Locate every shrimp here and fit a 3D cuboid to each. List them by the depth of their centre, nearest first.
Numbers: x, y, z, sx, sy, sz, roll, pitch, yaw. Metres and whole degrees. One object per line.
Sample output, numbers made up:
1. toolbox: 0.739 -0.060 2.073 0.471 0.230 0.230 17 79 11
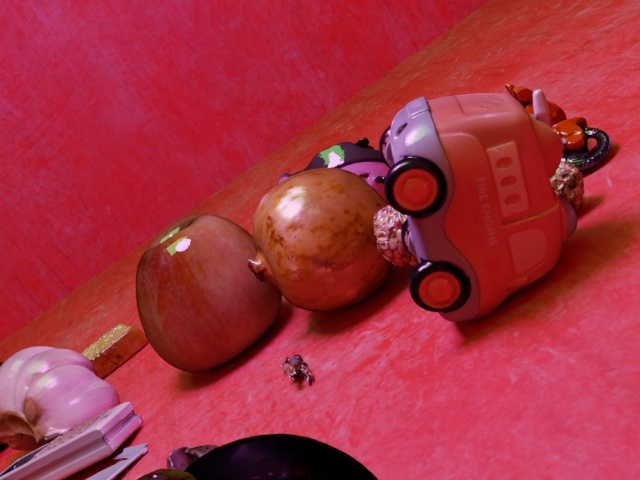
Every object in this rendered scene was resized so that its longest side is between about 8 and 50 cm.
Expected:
1. shrimp: -0.036 0.177 1.265 0.092 0.038 0.029 -154 76 -74

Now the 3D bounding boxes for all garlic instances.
1. garlic: -0.493 0.277 1.690 0.281 0.184 0.203 -27 -10 40

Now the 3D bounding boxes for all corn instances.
1. corn: 0.211 -0.039 1.237 0.290 0.098 0.098 -18 18 17

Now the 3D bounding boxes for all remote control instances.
1. remote control: -0.427 0.353 1.503 0.277 0.055 0.103 -29 5 22

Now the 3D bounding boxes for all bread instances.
1. bread: -0.461 0.248 1.967 0.187 0.065 0.103 -38 20 -10

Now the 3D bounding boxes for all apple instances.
1. apple: -0.197 0.085 1.542 0.257 0.234 0.257 -32 17 11

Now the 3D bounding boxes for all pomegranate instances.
1. pomegranate: 0.000 0.000 1.394 0.248 0.248 0.248 -32 14 9

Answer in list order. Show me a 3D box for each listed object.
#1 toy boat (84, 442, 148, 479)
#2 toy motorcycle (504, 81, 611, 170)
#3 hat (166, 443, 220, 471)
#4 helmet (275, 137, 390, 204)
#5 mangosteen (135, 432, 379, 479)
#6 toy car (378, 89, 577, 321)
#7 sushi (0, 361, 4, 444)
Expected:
1. toy boat: -0.362 0.372 1.317 0.220 0.067 0.291 -24 14 46
2. toy motorcycle: 0.253 -0.114 1.377 0.326 0.148 0.221 -27 37 4
3. hat: -0.154 0.293 1.162 0.087 0.042 0.058 4 35 12
4. helmet: 0.040 -0.078 1.710 0.198 0.154 0.253 3 -36 -37
5. mangosteen: -0.050 0.244 0.674 0.243 0.243 0.243 -32 14 9
6. toy car: 0.191 -0.048 1.091 0.212 0.270 0.180 -13 22 6
7. sushi: -0.735 0.389 1.914 0.182 0.196 0.343 10 49 45
